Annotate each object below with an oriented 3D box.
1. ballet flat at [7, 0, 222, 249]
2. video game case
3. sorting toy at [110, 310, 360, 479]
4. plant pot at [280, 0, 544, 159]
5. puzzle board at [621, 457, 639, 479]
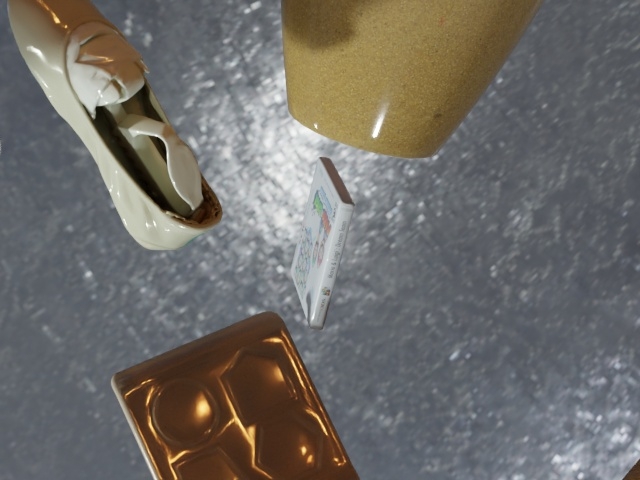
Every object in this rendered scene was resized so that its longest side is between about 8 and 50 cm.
[{"bbox_3d":[-0.151,-0.100,1.006,0.086,0.086,0.248,-7,123,37],"label":"ballet flat"},{"bbox_3d":[0.000,0.000,1.390,0.019,0.157,0.143,10,109,-13],"label":"video game case"},{"bbox_3d":[-0.085,0.193,1.296,0.208,0.193,0.038,62,154,13],"label":"sorting toy"},{"bbox_3d":[0.063,-0.198,0.932,0.237,0.237,0.254,25,110,22],"label":"plant pot"},{"bbox_3d":[0.306,0.171,0.983,0.128,0.096,0.011,3,120,45],"label":"puzzle board"}]
